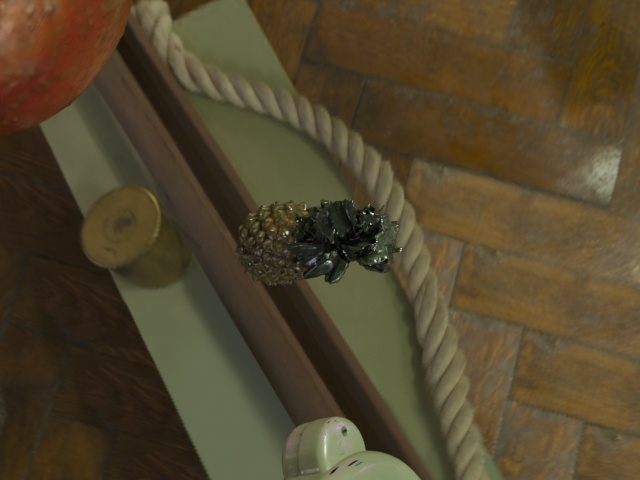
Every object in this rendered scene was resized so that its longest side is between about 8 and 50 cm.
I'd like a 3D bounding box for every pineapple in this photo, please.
[{"bbox_3d":[0.000,0.000,0.834,0.074,0.159,0.074,2,87,-36],"label":"pineapple"}]

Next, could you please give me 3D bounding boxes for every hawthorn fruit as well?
[{"bbox_3d":[-0.317,-0.222,0.951,0.275,0.275,0.300,32,67,9],"label":"hawthorn fruit"}]

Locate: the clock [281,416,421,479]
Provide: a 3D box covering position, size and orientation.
[{"bbox_3d":[0.024,0.358,1.075,0.284,0.114,0.309,41,47,-29],"label":"clock"}]
